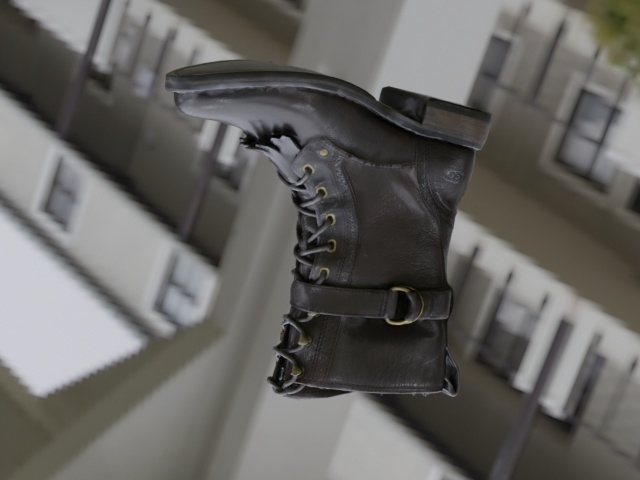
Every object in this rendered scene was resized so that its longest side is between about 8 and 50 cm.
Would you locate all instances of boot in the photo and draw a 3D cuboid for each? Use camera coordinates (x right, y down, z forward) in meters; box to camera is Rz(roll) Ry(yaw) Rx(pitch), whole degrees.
[{"bbox_3d":[0.000,0.000,1.389,0.263,0.229,0.091,10,-174,-20],"label":"boot"}]
